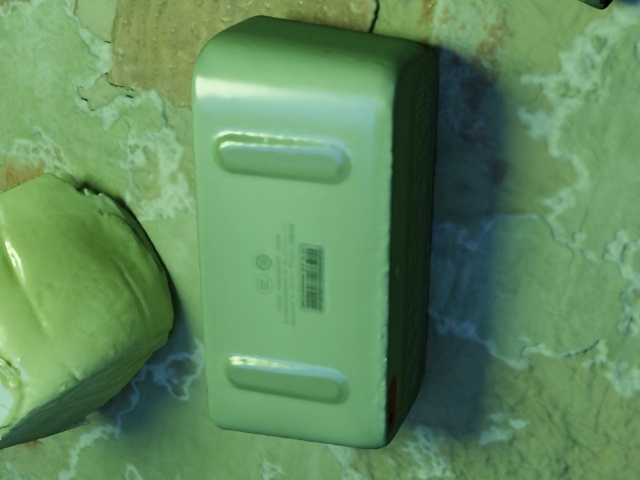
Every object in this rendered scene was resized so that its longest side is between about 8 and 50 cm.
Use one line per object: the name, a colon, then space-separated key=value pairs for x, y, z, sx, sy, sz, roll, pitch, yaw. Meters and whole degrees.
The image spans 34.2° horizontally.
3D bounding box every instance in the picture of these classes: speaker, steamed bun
speaker: x=0.000 y=0.000 z=1.001 sx=0.184 sy=0.183 sz=0.406 roll=8 pitch=115 yaw=19
steamed bun: x=-0.327 y=0.067 z=1.182 sx=0.290 sy=0.273 sz=0.272 roll=45 pitch=108 yaw=-1

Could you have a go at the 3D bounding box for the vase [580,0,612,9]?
vase: x=0.156 y=-0.263 z=0.872 sx=0.211 sy=0.060 sz=0.060 roll=30 pitch=122 yaw=13
